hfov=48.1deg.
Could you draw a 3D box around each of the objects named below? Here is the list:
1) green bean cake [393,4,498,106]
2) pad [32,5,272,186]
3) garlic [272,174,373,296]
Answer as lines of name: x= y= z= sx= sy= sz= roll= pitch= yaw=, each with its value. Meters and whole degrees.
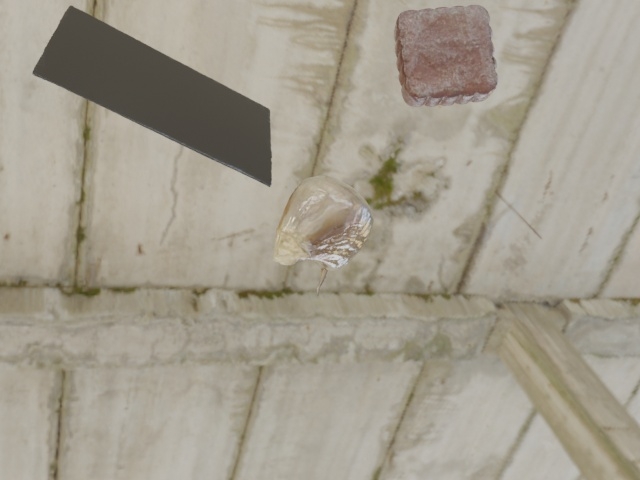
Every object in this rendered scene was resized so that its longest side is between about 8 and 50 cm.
green bean cake: x=0.175 y=-0.258 z=1.011 sx=0.135 sy=0.056 sz=0.135 roll=-5 pitch=-98 yaw=-1
pad: x=-0.193 y=-0.184 z=0.907 sx=0.300 sy=0.202 sz=0.005 roll=24 pitch=-57 yaw=-22
garlic: x=0.006 y=-0.005 z=0.882 sx=0.128 sy=0.091 sz=0.198 roll=-58 pitch=-14 yaw=-7
